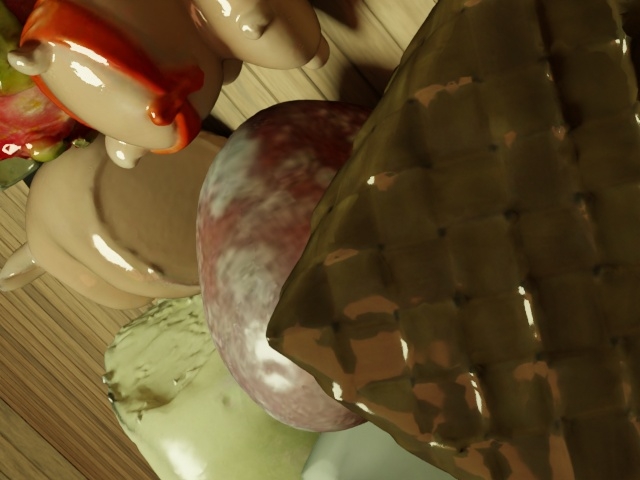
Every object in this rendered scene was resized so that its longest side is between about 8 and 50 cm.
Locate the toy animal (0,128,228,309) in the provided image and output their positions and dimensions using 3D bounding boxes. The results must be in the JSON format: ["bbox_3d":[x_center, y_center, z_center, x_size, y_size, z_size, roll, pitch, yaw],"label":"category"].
[{"bbox_3d":[-0.178,-0.027,1.143,0.213,0.195,0.256,25,160,-19],"label":"toy animal"}]

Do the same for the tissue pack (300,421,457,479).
[{"bbox_3d":[0.170,0.220,1.018,0.333,0.236,0.229,40,164,-1],"label":"tissue pack"}]

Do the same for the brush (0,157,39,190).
[{"bbox_3d":[-0.394,-0.177,1.234,0.282,0.054,0.048,55,170,7],"label":"brush"}]

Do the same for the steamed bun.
[{"bbox_3d":[-0.055,0.188,1.244,0.312,0.233,0.334,52,177,-36],"label":"steamed bun"}]

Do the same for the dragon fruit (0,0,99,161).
[{"bbox_3d":[-0.272,-0.202,0.921,0.231,0.237,0.302,-13,115,29],"label":"dragon fruit"}]

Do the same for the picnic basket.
[{"bbox_3d":[0.143,-0.017,0.634,0.254,0.291,0.321,33,-163,9],"label":"picnic basket"}]

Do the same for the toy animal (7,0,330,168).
[{"bbox_3d":[-0.109,-0.147,0.817,0.171,0.198,0.171,60,-175,-8],"label":"toy animal"}]

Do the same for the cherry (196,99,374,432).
[{"bbox_3d":[0.027,0.029,0.868,0.285,0.236,0.213,49,137,14],"label":"cherry"}]

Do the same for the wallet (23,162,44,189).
[{"bbox_3d":[-0.361,-0.125,1.388,0.124,0.025,0.244,15,147,41],"label":"wallet"}]
